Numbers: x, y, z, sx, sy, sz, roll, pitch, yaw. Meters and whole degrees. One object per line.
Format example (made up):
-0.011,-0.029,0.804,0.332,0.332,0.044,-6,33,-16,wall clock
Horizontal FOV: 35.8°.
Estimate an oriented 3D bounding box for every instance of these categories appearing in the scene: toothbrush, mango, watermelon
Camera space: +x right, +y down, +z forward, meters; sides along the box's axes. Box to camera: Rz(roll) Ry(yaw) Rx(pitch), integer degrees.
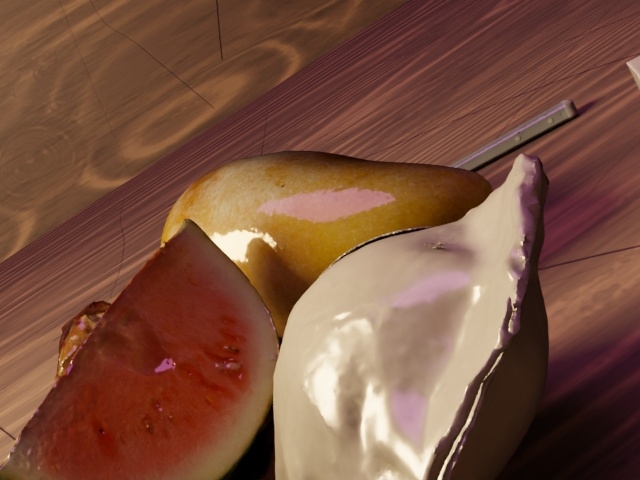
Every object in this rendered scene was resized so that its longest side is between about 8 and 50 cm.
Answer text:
0.173,-0.089,1.279,0.342,0.025,0.030,-29,15,12,toothbrush
0.000,0.000,1.032,0.384,0.198,0.221,-8,9,30,mango
-0.137,0.141,0.854,0.128,0.159,0.303,-54,5,50,watermelon

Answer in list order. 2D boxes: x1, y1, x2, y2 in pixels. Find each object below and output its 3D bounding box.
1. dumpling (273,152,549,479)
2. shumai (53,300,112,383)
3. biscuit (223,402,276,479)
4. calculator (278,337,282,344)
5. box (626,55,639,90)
0.048,0.117,0.677,0.341,0.181,0.260,-30,25,30,dumpling
-0.222,0.124,1.067,0.201,0.120,0.201,-37,4,3,shumai
-0.165,0.244,0.894,0.318,0.040,0.318,-29,21,12,biscuit
-0.110,0.140,1.120,0.146,0.032,0.235,-21,22,31,calculator
0.366,-0.130,0.888,0.130,0.129,0.051,-27,18,14,box
